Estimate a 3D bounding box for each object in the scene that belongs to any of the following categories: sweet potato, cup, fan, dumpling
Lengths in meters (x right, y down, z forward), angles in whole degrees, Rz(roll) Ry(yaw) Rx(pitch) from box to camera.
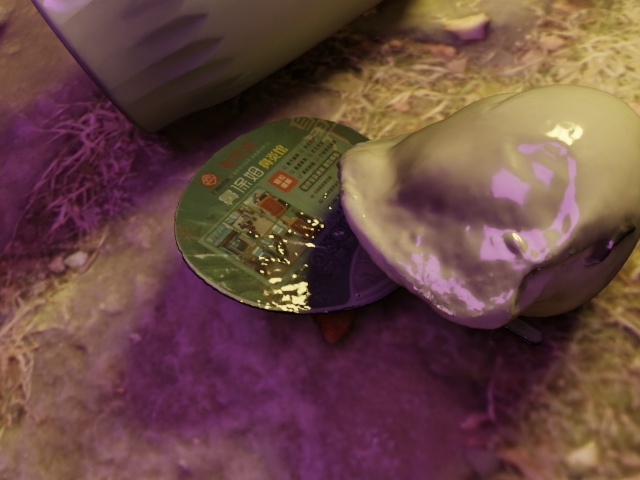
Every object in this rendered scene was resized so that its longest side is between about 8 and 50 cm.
[{"bbox_3d":[0.000,0.000,0.589,0.056,0.056,0.195,-11,56,11],"label":"sweet potato"},{"bbox_3d":[-0.073,-0.285,0.640,0.371,0.253,0.253,-36,60,0],"label":"cup"},{"bbox_3d":[0.007,0.004,0.547,0.223,0.012,0.294,-18,57,-27],"label":"fan"},{"bbox_3d":[0.133,-0.040,0.522,0.227,0.243,0.175,21,100,34],"label":"dumpling"}]
